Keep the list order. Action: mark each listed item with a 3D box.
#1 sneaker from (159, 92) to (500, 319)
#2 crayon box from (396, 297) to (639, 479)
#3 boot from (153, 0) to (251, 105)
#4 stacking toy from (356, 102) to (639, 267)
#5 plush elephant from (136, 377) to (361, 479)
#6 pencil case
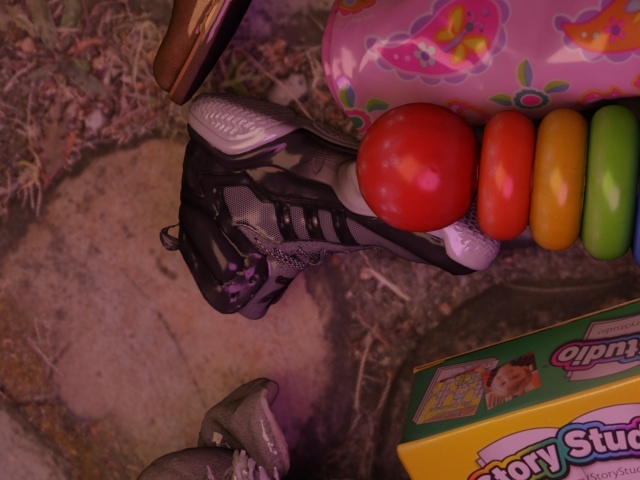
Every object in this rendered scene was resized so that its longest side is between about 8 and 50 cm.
[{"bbox_3d":[0.000,0.000,1.491,0.268,0.101,0.153,26,105,23],"label":"sneaker"},{"bbox_3d":[0.280,0.182,1.329,0.363,0.106,0.313,-19,114,22],"label":"crayon box"},{"bbox_3d":[-0.081,-0.253,1.475,0.115,0.112,0.305,19,95,-2],"label":"boot"},{"bbox_3d":[0.188,-0.035,1.350,0.330,0.141,0.141,4,97,7],"label":"stacking toy"},{"bbox_3d":[-0.050,0.253,1.469,0.272,0.255,0.330,-38,119,-17],"label":"plush elephant"},{"bbox_3d":[0.143,-0.141,1.412,0.284,0.124,0.124,-8,92,23],"label":"pencil case"}]
